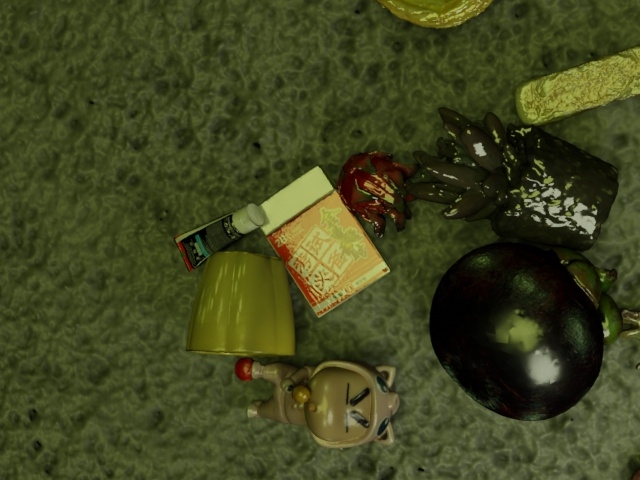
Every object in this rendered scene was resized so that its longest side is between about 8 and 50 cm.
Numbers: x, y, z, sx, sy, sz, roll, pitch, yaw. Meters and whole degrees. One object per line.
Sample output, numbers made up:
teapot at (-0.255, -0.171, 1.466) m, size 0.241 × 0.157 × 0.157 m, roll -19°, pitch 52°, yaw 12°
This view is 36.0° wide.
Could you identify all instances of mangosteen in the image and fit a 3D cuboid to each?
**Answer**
mangosteen at (0.325, 0.128, 1.587) m, size 0.300 × 0.300 × 0.301 m, roll 1°, pitch 93°, yaw 12°

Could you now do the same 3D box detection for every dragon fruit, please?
dragon fruit at (0.096, -0.088, 1.699) m, size 0.142 × 0.121 × 0.130 m, roll 17°, pitch 125°, yaw 26°

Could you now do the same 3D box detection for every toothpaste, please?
toothpaste at (-0.188, -0.011, 1.786) m, size 0.193 × 0.045 × 0.071 m, roll -28°, pitch 87°, yaw 32°

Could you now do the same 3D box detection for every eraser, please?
eraser at (0.000, 0.000, 1.761) m, size 0.157 × 0.038 × 0.230 m, roll -34°, pitch 87°, yaw 12°

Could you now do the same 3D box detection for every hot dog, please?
hot dog at (0.443, -0.255, 1.635) m, size 0.242 × 0.073 × 0.084 m, roll -18°, pitch 92°, yaw 13°

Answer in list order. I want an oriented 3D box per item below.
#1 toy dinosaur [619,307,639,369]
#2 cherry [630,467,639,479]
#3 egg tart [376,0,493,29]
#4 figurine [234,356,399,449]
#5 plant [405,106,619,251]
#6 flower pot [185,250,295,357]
toy dinosaur at (0.628, 0.170, 1.626) m, size 0.251 × 0.072 × 0.200 m, roll -14°, pitch 80°, yaw 22°
cherry at (0.563, 0.436, 1.645) m, size 0.126 × 0.087 × 0.106 m, roll 33°, pitch 93°, yaw -10°
egg tart at (0.192, -0.500, 1.651) m, size 0.293 × 0.123 × 0.294 m, roll 1°, pitch 95°, yaw 8°
figurine at (-0.010, 0.285, 1.711) m, size 0.287 × 0.186 × 0.176 m, roll 9°, pitch 97°, yaw 18°
plant at (0.311, -0.106, 1.617) m, size 0.320 × 0.194 × 0.182 m, roll 21°, pitch 115°, yaw -1°
flower pot at (-0.137, 0.114, 1.730) m, size 0.195 × 0.195 × 0.179 m, roll 0°, pitch 82°, yaw 12°
